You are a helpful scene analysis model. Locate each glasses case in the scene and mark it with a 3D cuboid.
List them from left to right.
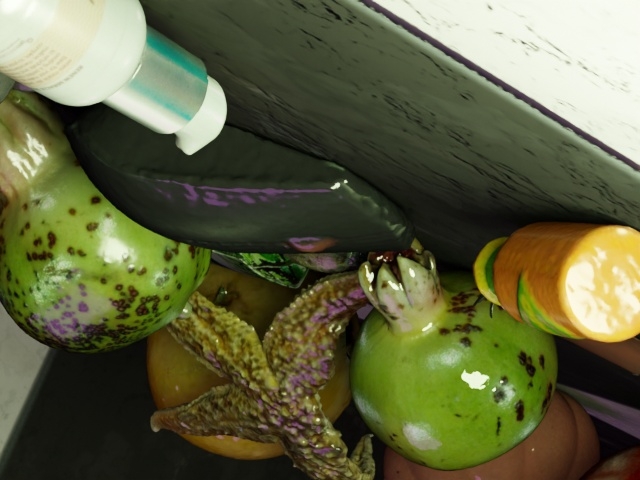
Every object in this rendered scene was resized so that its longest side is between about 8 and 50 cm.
[{"bbox_3d":[-0.107,-0.004,1.864,0.095,0.062,0.272,26,174,-26],"label":"glasses case"}]

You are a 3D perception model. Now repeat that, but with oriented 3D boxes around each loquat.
[{"bbox_3d":[-0.081,0.132,2.027,0.263,0.263,0.263,24,175,2],"label":"loquat"}]

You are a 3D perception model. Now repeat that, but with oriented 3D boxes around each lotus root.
[{"bbox_3d":[0.000,0.000,1.492,0.099,0.054,0.049,21,-165,34],"label":"lotus root"}]

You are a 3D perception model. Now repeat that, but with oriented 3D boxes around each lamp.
[{"bbox_3d":[0.233,0.294,2.354,0.305,0.240,0.305,-5,144,-4],"label":"lamp"}]

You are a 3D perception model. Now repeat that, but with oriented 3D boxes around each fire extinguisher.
[{"bbox_3d":[0.198,0.063,1.396,0.173,0.035,0.049,26,-148,-26],"label":"fire extinguisher"}]

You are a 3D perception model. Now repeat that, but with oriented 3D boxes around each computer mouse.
[{"bbox_3d":[-0.070,-0.032,1.302,0.295,0.087,0.168,18,169,29],"label":"computer mouse"}]

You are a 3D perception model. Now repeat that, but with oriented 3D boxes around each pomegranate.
[{"bbox_3d":[-0.215,-0.037,1.548,0.204,0.277,0.222,-20,-178,-38],"label":"pomegranate"},{"bbox_3d":[0.095,0.092,1.446,0.210,0.179,0.179,45,172,-7],"label":"pomegranate"}]

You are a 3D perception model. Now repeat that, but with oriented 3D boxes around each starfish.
[{"bbox_3d":[-0.045,0.127,1.747,0.383,0.132,0.398,19,147,33],"label":"starfish"}]

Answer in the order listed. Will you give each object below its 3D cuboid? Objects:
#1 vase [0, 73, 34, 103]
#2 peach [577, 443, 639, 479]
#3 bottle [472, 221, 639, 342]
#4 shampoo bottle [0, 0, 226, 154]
[{"bbox_3d":[-0.208,-0.120,0.993,0.120,0.120,0.183,22,-170,15],"label":"vase"},{"bbox_3d":[0.424,0.411,1.975,0.416,0.339,0.353,4,-136,-44],"label":"peach"},{"bbox_3d":[0.140,0.022,1.032,0.069,0.069,0.187,25,176,-14],"label":"bottle"},{"bbox_3d":[-0.120,-0.104,0.902,0.074,0.074,0.192,19,174,44],"label":"shampoo bottle"}]
